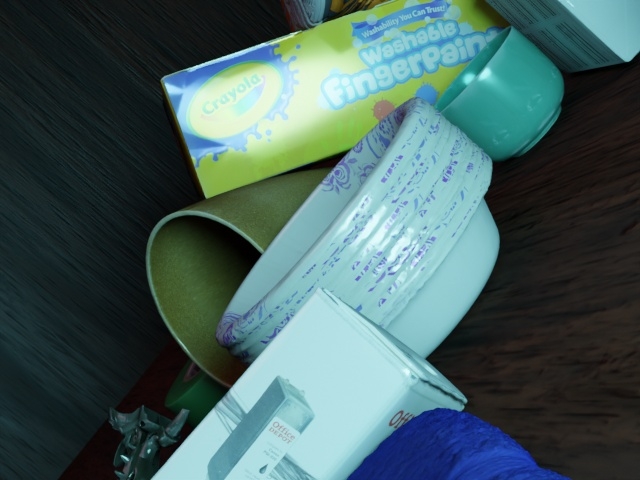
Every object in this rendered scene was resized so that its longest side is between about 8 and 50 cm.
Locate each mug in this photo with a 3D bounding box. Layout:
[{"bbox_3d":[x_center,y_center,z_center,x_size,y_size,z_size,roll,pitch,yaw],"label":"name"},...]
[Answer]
[{"bbox_3d":[0.201,-0.155,1.215,0.157,0.097,0.129,-52,7,-21],"label":"mug"}]

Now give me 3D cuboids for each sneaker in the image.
[{"bbox_3d":[0.039,-0.356,1.534,0.180,0.124,0.321,-20,4,-3],"label":"sneaker"}]

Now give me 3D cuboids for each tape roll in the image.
[{"bbox_3d":[-0.081,0.122,1.565,0.321,0.077,0.321,-48,7,8],"label":"tape roll"}]

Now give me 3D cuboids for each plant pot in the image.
[{"bbox_3d":[-0.028,0.020,1.333,0.254,0.237,0.237,-35,-4,-40],"label":"plant pot"}]

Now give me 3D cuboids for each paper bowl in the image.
[{"bbox_3d":[0.047,0.023,1.027,0.284,0.148,0.284,-48,8,9],"label":"paper bowl"}]

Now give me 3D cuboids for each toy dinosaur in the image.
[{"bbox_3d":[-0.131,0.275,1.002,0.322,0.164,0.218,-12,49,48],"label":"toy dinosaur"}]

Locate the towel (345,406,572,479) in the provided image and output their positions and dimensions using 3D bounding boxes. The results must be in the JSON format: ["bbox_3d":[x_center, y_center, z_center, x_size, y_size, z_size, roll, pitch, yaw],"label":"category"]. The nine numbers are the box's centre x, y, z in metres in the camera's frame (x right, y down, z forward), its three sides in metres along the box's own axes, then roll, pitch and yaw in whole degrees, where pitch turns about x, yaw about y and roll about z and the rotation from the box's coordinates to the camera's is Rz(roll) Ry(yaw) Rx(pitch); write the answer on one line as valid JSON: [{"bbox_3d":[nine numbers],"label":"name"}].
[{"bbox_3d":[0.034,0.192,0.540,0.227,0.076,0.308,-45,5,-4],"label":"towel"}]

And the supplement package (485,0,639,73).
[{"bbox_3d":[0.290,-0.292,1.172,0.194,0.149,0.203,-48,7,1],"label":"supplement package"}]

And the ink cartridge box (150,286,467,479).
[{"bbox_3d":[-0.017,0.150,0.755,0.218,0.092,0.158,-48,-23,2],"label":"ink cartridge box"}]

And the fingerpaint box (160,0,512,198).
[{"bbox_3d":[0.024,-0.197,1.525,0.445,0.163,0.371,-20,5,-7],"label":"fingerpaint box"}]
